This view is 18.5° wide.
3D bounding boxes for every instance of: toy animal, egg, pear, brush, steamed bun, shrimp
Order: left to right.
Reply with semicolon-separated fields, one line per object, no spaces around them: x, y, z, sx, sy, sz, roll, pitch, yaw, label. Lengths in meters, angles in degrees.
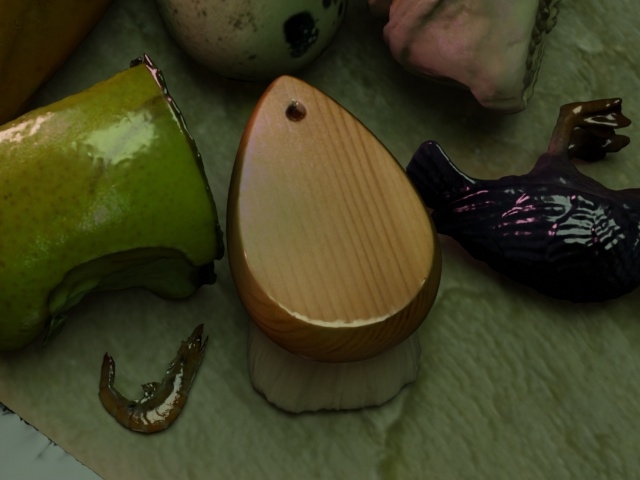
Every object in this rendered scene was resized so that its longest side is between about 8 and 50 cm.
-0.222;-0.010;1.620;0.255;0.238;0.164;-21;74;-17;pear
-0.145;0.109;1.690;0.083;0.023;0.114;25;68;10;shrimp
-0.072;-0.246;1.787;0.177;0.177;0.228;-24;52;-16;egg
0.000;0.000;1.677;0.174;0.166;0.267;-11;66;-9;brush
0.118;-0.265;1.755;0.207;0.280;0.268;13;38;12;steamed bun
0.226;-0.030;1.739;0.298;0.122;0.185;1;64;-4;toy animal

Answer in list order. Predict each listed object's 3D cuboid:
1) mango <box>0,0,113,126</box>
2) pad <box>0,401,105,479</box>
-0.314;-0.271;1.748;0.300;0.232;0.446;18;71;-2;mango
-0.315;0.196;1.640;0.265;0.009;0.159;36;66;10;pad
